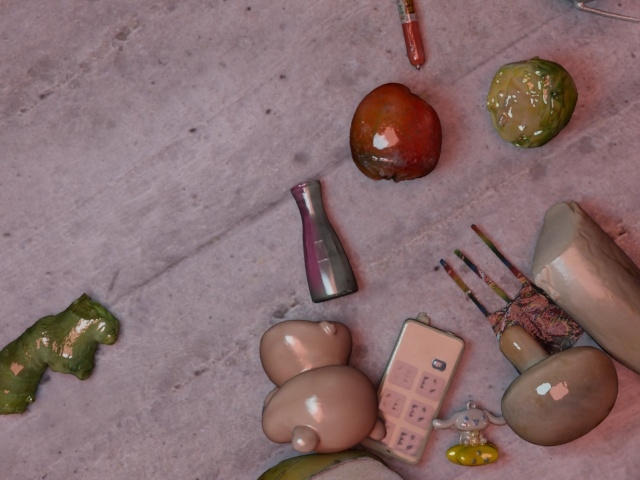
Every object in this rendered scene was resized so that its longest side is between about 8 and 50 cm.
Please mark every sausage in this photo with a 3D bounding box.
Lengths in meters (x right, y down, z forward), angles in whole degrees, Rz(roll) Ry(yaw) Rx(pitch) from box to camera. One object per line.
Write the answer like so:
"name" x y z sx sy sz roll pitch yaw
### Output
"sausage" 0.151 -0.428 1.806 0.034 0.034 0.253 -14 88 6

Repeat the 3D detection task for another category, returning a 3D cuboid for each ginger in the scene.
"ginger" -0.497 0.213 1.850 0.290 0.089 0.137 -29 106 2

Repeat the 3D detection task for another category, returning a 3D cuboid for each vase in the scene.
"vase" 0.000 0.000 1.802 0.086 0.086 0.214 -16 84 6

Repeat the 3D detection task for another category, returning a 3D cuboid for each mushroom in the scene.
"mushroom" 0.510 0.117 1.712 0.407 0.154 0.137 49 123 5
"mushroom" 0.389 0.237 1.716 0.207 0.207 0.215 -39 59 5

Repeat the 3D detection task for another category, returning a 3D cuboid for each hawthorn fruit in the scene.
"hawthorn fruit" 0.129 -0.186 1.745 0.172 0.173 0.173 0 90 6

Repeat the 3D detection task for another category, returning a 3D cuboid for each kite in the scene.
"kite" 0.336 0.105 1.797 0.152 0.015 0.285 -42 91 3

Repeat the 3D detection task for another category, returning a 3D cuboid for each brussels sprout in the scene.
"brussels sprout" 0.374 -0.242 1.744 0.151 0.122 0.149 -30 78 40

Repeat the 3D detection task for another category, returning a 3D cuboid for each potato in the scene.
"potato" 0.011 0.476 1.757 0.299 0.196 0.247 -2 95 -24

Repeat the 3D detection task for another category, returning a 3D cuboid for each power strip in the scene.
"power strip" 0.164 0.268 1.801 0.118 0.046 0.270 22 92 6

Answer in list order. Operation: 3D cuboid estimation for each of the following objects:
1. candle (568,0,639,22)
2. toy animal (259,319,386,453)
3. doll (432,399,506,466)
"candle" 0.448 -0.547 1.683 0.221 0.221 0.343 8 92 6
"toy animal" -0.004 0.245 1.739 0.210 0.229 0.221 3 94 -38
"doll" 0.275 0.340 1.783 0.135 0.071 0.113 -26 90 -14
